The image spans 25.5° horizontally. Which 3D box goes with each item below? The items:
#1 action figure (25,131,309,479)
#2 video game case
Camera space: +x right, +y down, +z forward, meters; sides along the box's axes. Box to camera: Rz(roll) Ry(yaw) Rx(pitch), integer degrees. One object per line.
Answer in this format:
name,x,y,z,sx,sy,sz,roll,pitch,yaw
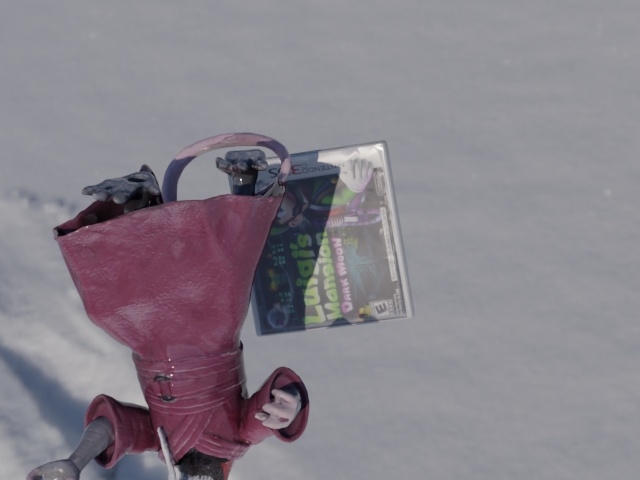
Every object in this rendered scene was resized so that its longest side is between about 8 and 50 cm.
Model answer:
action figure,-0.135,0.107,1.324,0.248,0.370,0.276,-3,19,4
video game case,0.000,0.000,1.494,0.173,0.190,0.022,-8,10,13
